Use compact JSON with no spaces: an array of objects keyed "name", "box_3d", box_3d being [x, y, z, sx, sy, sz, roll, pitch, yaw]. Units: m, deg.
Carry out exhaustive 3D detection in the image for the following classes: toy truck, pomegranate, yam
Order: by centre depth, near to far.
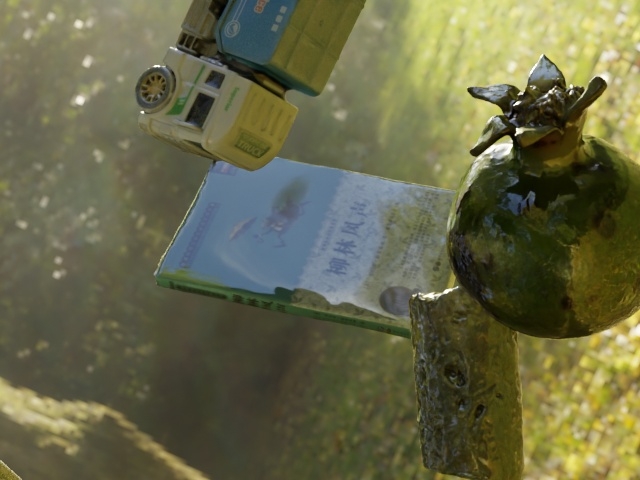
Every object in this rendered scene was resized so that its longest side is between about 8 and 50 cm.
[{"name":"pomegranate","box_3d":[0.139,-0.019,0.912,0.148,0.169,0.148,-25,27,14]},{"name":"yam","box_3d":[0.143,0.145,1.412,0.107,0.107,0.194,139,130,-69]},{"name":"toy truck","box_3d":[-0.069,-0.263,1.726,0.146,0.175,0.367,23,-87,-54]}]

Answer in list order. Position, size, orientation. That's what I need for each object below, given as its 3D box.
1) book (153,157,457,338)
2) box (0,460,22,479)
[{"name":"book","box_3d":[0.000,0.000,1.936,0.031,0.379,0.264,88,-162,-46]},{"name":"box","box_3d":[-0.494,0.298,1.844,0.073,0.194,0.139,2,49,54]}]
